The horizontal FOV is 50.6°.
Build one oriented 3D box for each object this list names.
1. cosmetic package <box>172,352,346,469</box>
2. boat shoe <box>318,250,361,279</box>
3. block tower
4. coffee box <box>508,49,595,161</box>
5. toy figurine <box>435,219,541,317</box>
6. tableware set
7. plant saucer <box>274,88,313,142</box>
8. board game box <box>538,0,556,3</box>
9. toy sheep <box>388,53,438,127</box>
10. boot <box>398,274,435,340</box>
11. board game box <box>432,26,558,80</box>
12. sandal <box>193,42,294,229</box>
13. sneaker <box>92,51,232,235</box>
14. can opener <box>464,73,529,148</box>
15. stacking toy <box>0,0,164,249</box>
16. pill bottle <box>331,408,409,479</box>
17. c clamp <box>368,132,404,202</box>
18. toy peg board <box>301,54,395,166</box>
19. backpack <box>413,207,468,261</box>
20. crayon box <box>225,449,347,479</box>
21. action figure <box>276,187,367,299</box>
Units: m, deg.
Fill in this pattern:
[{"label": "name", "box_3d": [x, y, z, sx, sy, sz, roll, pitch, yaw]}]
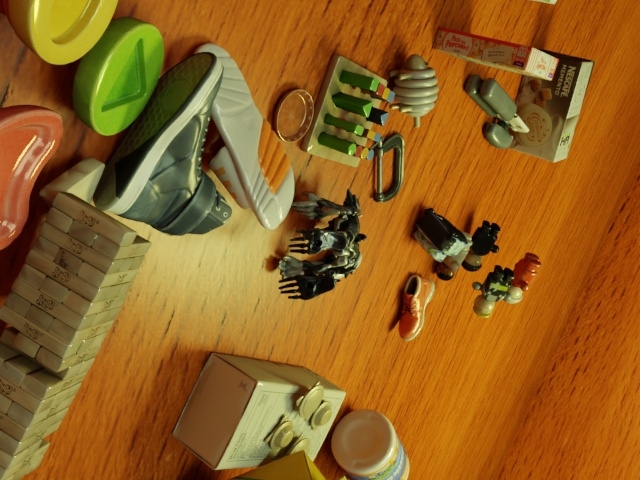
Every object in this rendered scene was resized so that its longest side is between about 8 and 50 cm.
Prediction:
[{"label": "cosmetic package", "box_3d": [-0.095, 0.305, 1.201, 0.309, 0.113, 0.160, 29, 88, -56]}, {"label": "boat shoe", "box_3d": [0.027, 0.045, 1.260, 0.142, 0.049, 0.040, -33, 135, -37]}, {"label": "block tower", "box_3d": [-0.306, 0.116, 0.752, 0.335, 0.091, 0.097, -62, 174, 6]}, {"label": "coffee box", "box_3d": [0.568, -0.336, 1.683, 0.098, 0.141, 0.247, -19, 126, -48]}, {"label": "toy figurine", "box_3d": [0.406, 0.072, 1.669, 0.209, 0.213, 0.148, -19, 142, -44]}, {"label": "tableware set", "box_3d": [-0.031, 0.326, 1.186, 0.141, 0.020, 0.169, -49, 146, -19]}, {"label": "plant saucer", "box_3d": [-0.042, -0.192, 1.038, 0.083, 0.013, 0.083, -32, 134, -39]}, {"label": "board game box", "box_3d": [0.405, -0.584, 1.242, 0.305, 0.193, 0.053, -59, 146, -8]}, {"label": "toy sheep", "box_3d": [0.170, -0.269, 1.221, 0.091, 0.091, 0.132, -29, 128, -42]}, {"label": "boot", "box_3d": [0.212, 0.156, 1.590, 0.084, 0.059, 0.158, 29, 78, -54]}, {"label": "board game box", "box_3d": [0.335, -0.356, 1.293, 0.146, 0.193, 0.045, -7, 117, -53]}, {"label": "sandal", "box_3d": [-0.118, -0.138, 0.925, 0.102, 0.076, 0.265, -50, 126, -44]}, {"label": "sneaker", "box_3d": [-0.156, -0.108, 0.847, 0.163, 0.086, 0.226, 30, 99, -47]}, {"label": "can opener", "box_3d": [0.399, -0.281, 1.541, 0.283, 0.076, 0.095, 18, 95, -56]}, {"label": "stacking toy", "box_3d": [-0.298, -0.151, 0.668, 0.309, 0.130, 0.279, -61, 174, 1]}, {"label": "pill bottle", "box_3d": [0.130, 0.526, 1.627, 0.152, 0.152, 0.272, -51, 144, -20]}, {"label": "c clamp", "box_3d": [0.123, -0.137, 1.304, 0.137, 0.022, 0.161, -44, 141, -37]}, {"label": "toy peg board", "box_3d": [0.067, -0.201, 1.125, 0.160, 0.079, 0.161, 7, 106, -56]}, {"label": "backpack", "box_3d": [0.268, -0.006, 1.520, 0.084, 0.105, 0.114, -48, 151, 16]}, {"label": "crayon box", "box_3d": [-0.094, 0.474, 1.190, 0.318, 0.081, 0.202, -21, 141, -1]}, {"label": "action figure", "box_3d": [0.000, 0.000, 1.120, 0.276, 0.141, 0.164, -45, 143, -73]}]
